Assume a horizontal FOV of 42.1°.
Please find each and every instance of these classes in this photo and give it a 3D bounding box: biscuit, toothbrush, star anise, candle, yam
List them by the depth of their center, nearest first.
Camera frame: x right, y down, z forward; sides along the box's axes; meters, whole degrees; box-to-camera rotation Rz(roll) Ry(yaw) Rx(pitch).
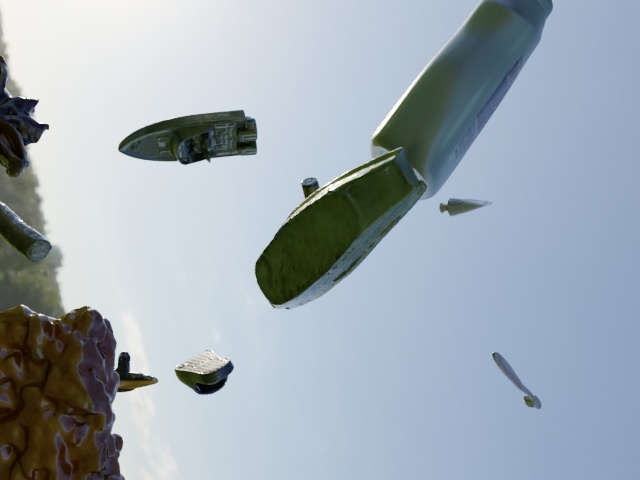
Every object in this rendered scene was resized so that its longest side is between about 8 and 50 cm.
[{"bbox_3d":[-0.421,0.245,1.122,0.110,0.312,0.318,-5,90,-79],"label":"biscuit"},{"bbox_3d":[-0.540,-0.190,1.343,0.126,0.190,0.220,103,-13,-65],"label":"star anise"},{"bbox_3d":[-0.662,-0.048,1.714,0.274,0.061,0.061,36,-37,21],"label":"yam"},{"bbox_3d":[0.423,0.307,1.809,0.307,0.029,0.025,46,52,-46],"label":"toothbrush"},{"bbox_3d":[-0.018,-0.112,2.356,0.052,0.052,0.130,43,-27,56],"label":"candle"}]

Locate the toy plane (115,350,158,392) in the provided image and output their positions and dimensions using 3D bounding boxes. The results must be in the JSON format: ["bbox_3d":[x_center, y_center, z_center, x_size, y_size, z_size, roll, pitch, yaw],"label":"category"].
[{"bbox_3d":[-0.490,0.267,1.695,0.204,0.316,0.103,30,54,-88],"label":"toy plane"}]

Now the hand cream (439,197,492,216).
[{"bbox_3d":[0.405,-0.098,2.335,0.084,0.142,0.053,-28,110,-66],"label":"hand cream"}]

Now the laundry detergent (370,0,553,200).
[{"bbox_3d":[0.239,-0.258,1.315,0.125,0.398,0.264,35,-5,12],"label":"laundry detergent"}]

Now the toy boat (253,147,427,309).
[{"bbox_3d":[0.000,0.000,0.864,0.093,0.055,0.293,60,-39,10],"label":"toy boat"}]

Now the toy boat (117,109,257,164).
[{"bbox_3d":[-0.306,-0.229,1.925,0.141,0.319,0.092,100,-19,-63],"label":"toy boat"}]

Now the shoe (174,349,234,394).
[{"bbox_3d":[-0.273,0.333,2.016,0.241,0.108,0.093,-5,-69,62],"label":"shoe"}]
